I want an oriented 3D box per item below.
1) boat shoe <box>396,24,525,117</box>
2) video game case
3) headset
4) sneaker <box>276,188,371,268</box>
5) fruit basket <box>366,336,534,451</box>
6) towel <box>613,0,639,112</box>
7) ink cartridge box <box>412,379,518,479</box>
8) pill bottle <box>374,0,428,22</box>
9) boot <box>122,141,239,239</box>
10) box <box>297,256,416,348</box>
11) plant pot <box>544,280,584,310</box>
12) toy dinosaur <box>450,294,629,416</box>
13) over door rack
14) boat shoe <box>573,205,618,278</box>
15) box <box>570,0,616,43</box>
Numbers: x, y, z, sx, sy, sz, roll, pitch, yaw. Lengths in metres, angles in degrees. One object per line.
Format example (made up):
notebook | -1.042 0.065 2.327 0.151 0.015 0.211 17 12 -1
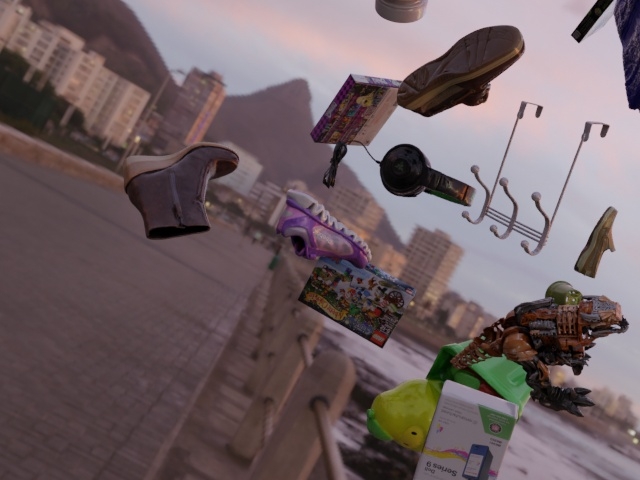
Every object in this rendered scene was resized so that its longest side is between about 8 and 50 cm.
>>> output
boat shoe | 0.329 -0.363 1.914 0.123 0.123 0.342 30 -38 -31
video game case | 0.111 -0.361 2.400 0.210 0.232 0.042 -3 52 -39
headset | 0.213 -0.157 2.270 0.394 0.185 0.243 23 2 4
sneaker | 0.000 0.000 1.698 0.236 0.105 0.095 38 -12 -32
fruit basket | 0.311 0.432 2.101 0.283 0.392 0.392 44 5 24
towel | 0.688 -0.441 1.814 0.076 0.308 0.228 -1 -31 4
ink cartridge box | 0.285 0.408 1.692 0.154 0.213 0.093 19 12 11
pill bottle | 0.210 -0.691 2.102 0.160 0.160 0.283 28 -38 21
boot | -0.244 -0.088 1.638 0.248 0.090 0.207 -9 49 -27
box | 0.083 0.127 1.992 0.233 0.159 0.044 29 24 4
plant pot | 0.604 0.142 2.097 0.083 0.083 0.079 29 -3 -8
toy dinosaur | 0.381 0.174 1.495 0.321 0.164 0.218 0 -38 52
over door rack | 0.461 -0.156 1.926 0.108 0.324 0.239 22 9 -34
boat shoe | 0.725 0.008 2.196 0.072 0.190 0.068 29 15 24
box | 0.762 -0.623 2.288 0.036 0.114 0.207 50 -23 11
